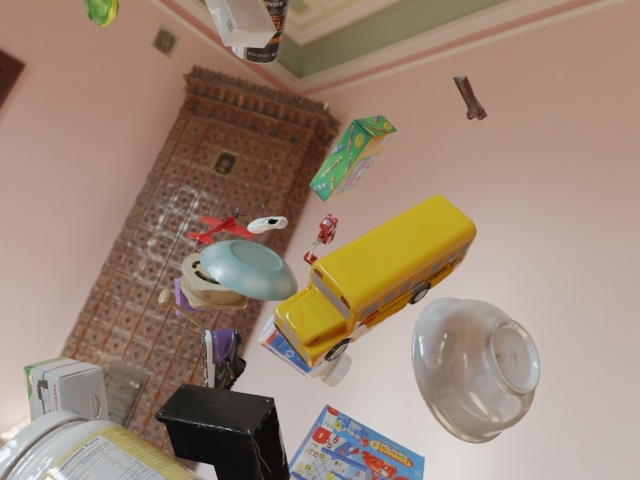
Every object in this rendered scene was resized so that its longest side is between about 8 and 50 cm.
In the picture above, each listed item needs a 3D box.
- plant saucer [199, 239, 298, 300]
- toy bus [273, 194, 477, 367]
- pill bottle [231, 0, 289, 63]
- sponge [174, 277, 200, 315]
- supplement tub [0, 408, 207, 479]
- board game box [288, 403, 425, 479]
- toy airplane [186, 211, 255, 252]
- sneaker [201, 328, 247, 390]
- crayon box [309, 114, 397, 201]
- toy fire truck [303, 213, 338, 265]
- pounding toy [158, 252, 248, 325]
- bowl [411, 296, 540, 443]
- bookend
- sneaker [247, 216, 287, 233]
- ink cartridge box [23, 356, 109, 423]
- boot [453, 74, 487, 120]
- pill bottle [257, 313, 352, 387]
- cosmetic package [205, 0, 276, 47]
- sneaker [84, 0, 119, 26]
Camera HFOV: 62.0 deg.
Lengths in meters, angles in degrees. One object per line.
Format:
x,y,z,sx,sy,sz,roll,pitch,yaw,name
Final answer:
-0.125,0.042,0.986,0.195,0.037,0.195,21,20,-8,plant saucer
0.088,0.058,0.839,0.108,0.333,0.130,47,-30,26,toy bus
-0.147,-0.580,1.325,0.131,0.130,0.245,21,-45,4,pill bottle
-0.372,0.160,1.716,0.031,0.117,0.210,11,17,42,sponge
-0.318,0.425,0.802,0.332,0.241,0.241,23,-12,18,supplement tub
0.076,0.642,1.450,0.302,0.308,0.086,28,27,2,board game box
-0.219,-0.024,1.122,0.151,0.151,0.028,16,-50,25,toy airplane
-0.268,0.390,1.511,0.124,0.283,0.107,-2,12,-19,sneaker
0.101,-0.257,1.674,0.081,0.165,0.278,48,-52,14,crayon box
0.000,0.000,1.967,0.047,0.135,0.192,36,-30,16,toy fire truck
-0.332,0.143,1.555,0.270,0.154,0.154,4,-51,-18,pounding toy
0.330,0.236,1.044,0.298,0.297,0.134,28,-36,-25,bowl
-0.137,0.301,0.774,0.156,0.072,0.157,1,-65,22,bookend
-0.200,-0.062,1.927,0.152,0.053,0.061,-12,-10,17,sneaker
-0.513,0.325,1.073,0.209,0.152,0.087,-7,1,45,ink cartridge box
0.337,-0.334,1.230,0.114,0.037,0.106,52,5,-15,boot
-0.034,0.264,1.324,0.222,0.124,0.124,36,-15,-7,pill bottle
-0.182,-0.498,1.051,0.099,0.238,0.060,-16,-12,-40,cosmetic package
-0.395,-0.471,0.869,0.124,0.109,0.295,3,-16,-11,sneaker
